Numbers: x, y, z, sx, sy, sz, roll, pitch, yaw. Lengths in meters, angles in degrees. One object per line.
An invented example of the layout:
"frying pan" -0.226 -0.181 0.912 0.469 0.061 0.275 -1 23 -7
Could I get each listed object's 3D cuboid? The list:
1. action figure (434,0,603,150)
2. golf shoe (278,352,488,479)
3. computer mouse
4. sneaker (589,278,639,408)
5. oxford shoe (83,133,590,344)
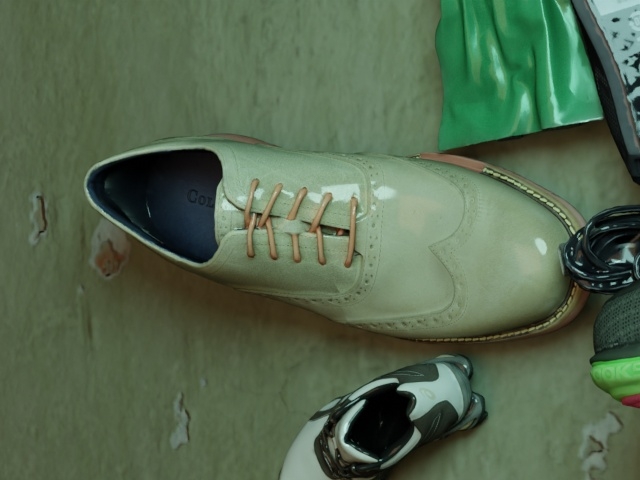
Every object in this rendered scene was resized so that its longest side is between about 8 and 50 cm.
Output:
"action figure" 0.126 -0.186 1.044 0.137 0.063 0.232 -8 90 38
"golf shoe" 0.024 0.142 1.109 0.198 0.094 0.077 -39 70 32
"computer mouse" 0.222 -0.109 0.960 0.188 0.072 0.272 -12 87 9
"sneaker" 0.338 -0.074 0.831 0.483 0.185 0.202 -41 61 16
"oxford shoe" 0.000 0.000 1.089 0.397 0.146 0.141 8 95 36
